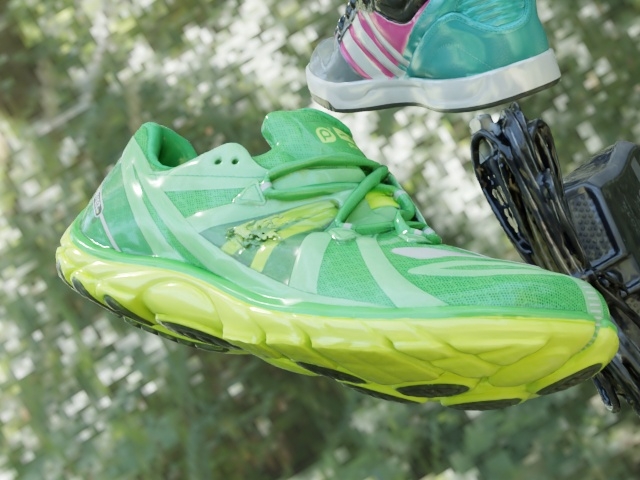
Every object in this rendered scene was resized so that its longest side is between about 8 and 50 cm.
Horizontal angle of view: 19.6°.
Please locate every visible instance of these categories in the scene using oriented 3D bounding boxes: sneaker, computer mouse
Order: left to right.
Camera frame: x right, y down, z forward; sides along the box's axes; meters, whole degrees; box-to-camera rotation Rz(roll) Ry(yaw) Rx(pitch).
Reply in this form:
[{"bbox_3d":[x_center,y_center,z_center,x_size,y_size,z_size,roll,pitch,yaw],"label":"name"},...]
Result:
[{"bbox_3d":[0.000,0.000,0.854,0.295,0.124,0.109,13,-10,34],"label":"sneaker"},{"bbox_3d":[0.058,-0.191,1.393,0.123,0.178,0.295,-22,14,-26],"label":"sneaker"},{"bbox_3d":[0.158,0.009,1.073,0.072,0.188,0.272,-29,-4,23],"label":"computer mouse"}]
